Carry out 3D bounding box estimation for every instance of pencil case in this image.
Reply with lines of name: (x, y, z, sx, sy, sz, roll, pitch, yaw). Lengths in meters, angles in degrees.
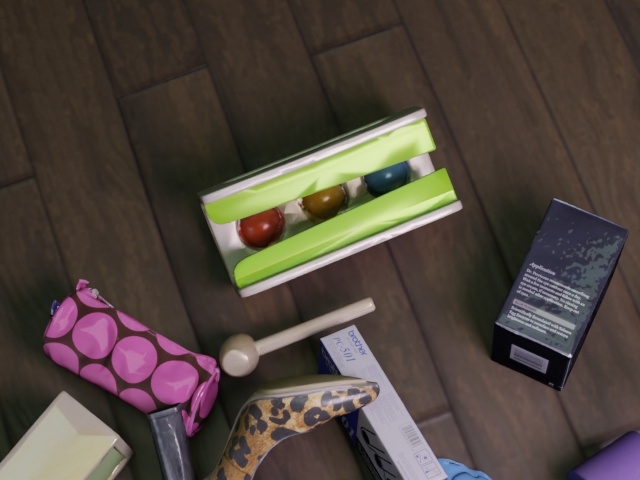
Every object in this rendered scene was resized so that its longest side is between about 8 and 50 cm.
pencil case: (-0.208, 0.132, 1.663, 0.209, 0.095, 0.098, 29, 84, 9)

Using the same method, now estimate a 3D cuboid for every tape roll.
tape roll: (0.341, 0.296, 1.524, 0.080, 0.189, 0.189, -33, 72, -7)

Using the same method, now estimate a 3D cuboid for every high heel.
high heel: (-0.045, 0.245, 1.568, 0.261, 0.093, 0.186, -13, 92, 15)

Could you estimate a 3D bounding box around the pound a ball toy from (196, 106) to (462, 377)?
pound a ball toy: (0.000, 0.000, 1.694, 0.319, 0.136, 0.208, -23, 97, -4)

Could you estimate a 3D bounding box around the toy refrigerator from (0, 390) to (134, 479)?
toy refrigerator: (-0.323, 0.304, 1.608, 0.094, 0.102, 0.269, 37, 77, 14)

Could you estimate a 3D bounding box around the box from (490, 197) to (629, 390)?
box: (0.260, 0.062, 1.626, 0.093, 0.156, 0.158, 24, 74, 12)

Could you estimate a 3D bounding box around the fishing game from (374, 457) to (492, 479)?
fishing game: (0.121, 0.324, 1.601, 0.264, 0.041, 0.189, -3, 61, -7)

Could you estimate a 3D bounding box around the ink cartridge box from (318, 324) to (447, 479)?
ink cartridge box: (0.064, 0.201, 1.596, 0.046, 0.097, 0.207, -22, 58, -16)
